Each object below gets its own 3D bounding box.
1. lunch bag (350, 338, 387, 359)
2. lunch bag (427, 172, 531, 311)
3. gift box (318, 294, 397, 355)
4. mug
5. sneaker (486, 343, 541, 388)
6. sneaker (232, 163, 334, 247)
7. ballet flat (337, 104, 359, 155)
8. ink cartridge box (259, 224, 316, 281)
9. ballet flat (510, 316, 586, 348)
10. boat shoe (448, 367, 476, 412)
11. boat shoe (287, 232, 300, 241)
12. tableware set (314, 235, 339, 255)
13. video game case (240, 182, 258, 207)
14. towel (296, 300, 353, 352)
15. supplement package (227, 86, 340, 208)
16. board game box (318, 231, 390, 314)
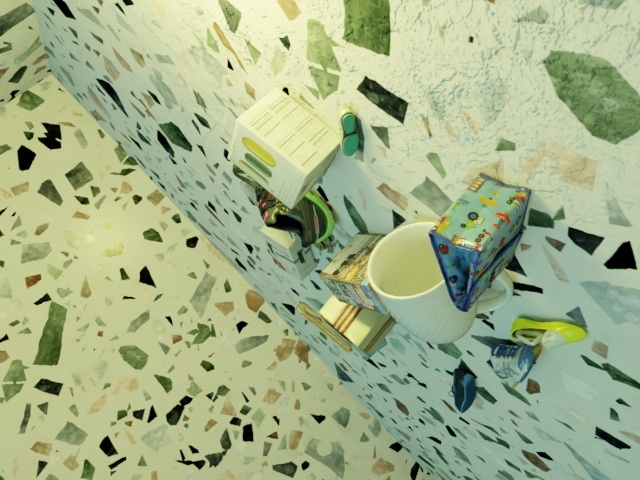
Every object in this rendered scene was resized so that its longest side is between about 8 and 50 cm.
[{"bbox_3d":[0.167,0.397,2.456,0.223,0.160,0.262,53,178,-31],"label":"lunch bag"},{"bbox_3d":[0.390,0.026,1.264,0.138,0.221,0.293,28,153,36],"label":"lunch bag"},{"bbox_3d":[0.179,0.280,2.065,0.255,0.258,0.276,38,173,22],"label":"gift box"},{"bbox_3d":[0.369,0.146,1.523,0.373,0.276,0.328,-10,135,28],"label":"mug"},{"bbox_3d":[0.614,0.391,1.686,0.131,0.112,0.296,37,157,21],"label":"sneaker"},{"bbox_3d":[-0.167,-0.158,1.973,0.482,0.202,0.185,39,158,14],"label":"sneaker"},{"bbox_3d":[0.077,-0.313,1.469,0.168,0.057,0.052,84,164,-54],"label":"ballet flat"},{"bbox_3d":[-0.148,0.037,2.422,0.197,0.114,0.273,31,154,32],"label":"ink cartridge box"},{"bbox_3d":[0.634,0.268,1.467,0.077,0.077,0.231,52,157,-17],"label":"ballet flat"},{"bbox_3d":[0.601,0.624,2.190,0.089,0.109,0.258,35,142,41],"label":"boat shoe"},{"bbox_3d":[-0.166,-0.112,2.204,0.277,0.096,0.098,51,159,-16],"label":"boat shoe"},{"bbox_3d":[0.000,0.000,2.186,0.128,0.039,0.194,44,159,3],"label":"tableware set"},{"bbox_3d":[-0.297,-0.210,2.371,0.143,0.019,0.157,48,159,-9],"label":"video game case"},{"bbox_3d":[0.016,0.348,2.121,0.282,0.049,0.187,40,177,-1],"label":"towel"},{"bbox_3d":[-0.112,-0.280,1.593,0.262,0.198,0.199,39,148,4],"label":"supplement package"},{"bbox_3d":[0.177,0.104,1.789,0.141,0.232,0.291,53,158,-23],"label":"board game box"}]
